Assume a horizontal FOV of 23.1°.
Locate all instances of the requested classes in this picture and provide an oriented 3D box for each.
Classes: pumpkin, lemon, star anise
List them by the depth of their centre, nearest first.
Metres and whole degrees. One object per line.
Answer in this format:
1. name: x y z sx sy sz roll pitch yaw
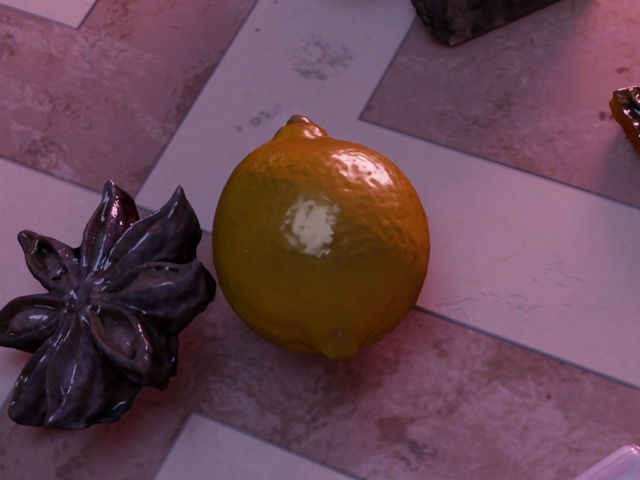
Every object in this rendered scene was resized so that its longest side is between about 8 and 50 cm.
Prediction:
1. lemon: 0.000 0.000 1.347 0.187 0.187 0.244 -17 55 2
2. star anise: -0.187 0.068 1.385 0.236 0.109 0.223 -31 51 14
3. pumpkin: 0.312 -0.113 1.424 0.074 0.054 0.083 -19 52 -5

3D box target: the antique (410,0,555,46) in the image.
1. antique: 0.174 -0.271 1.528 0.183 0.086 0.088 -25 57 -3

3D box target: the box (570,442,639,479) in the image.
1. box: 0.139 0.330 1.165 0.370 0.112 0.190 -32 58 -6
